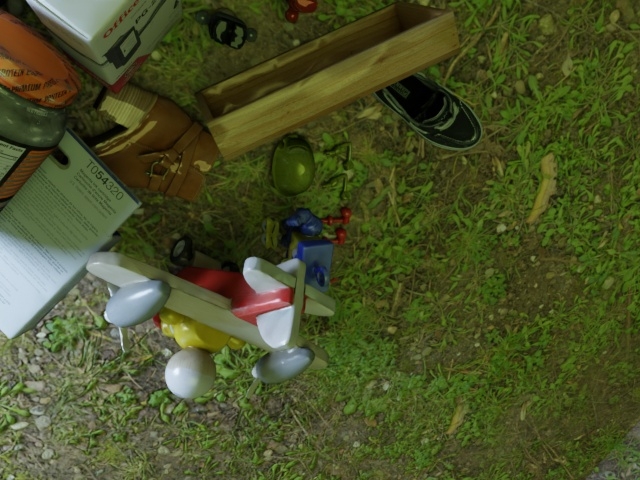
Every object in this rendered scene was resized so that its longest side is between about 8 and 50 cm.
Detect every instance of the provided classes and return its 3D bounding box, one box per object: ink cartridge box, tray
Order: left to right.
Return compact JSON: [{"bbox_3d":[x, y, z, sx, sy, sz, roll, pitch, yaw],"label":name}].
[{"bbox_3d":[-0.480,-0.068,0.821,0.330,0.071,0.324,-42,94,11],"label":"ink cartridge box"},{"bbox_3d":[-0.279,-0.322,0.718,0.100,0.237,0.172,38,82,-11],"label":"ink cartridge box"},{"bbox_3d":[0.000,-0.278,0.889,0.411,0.203,0.076,-27,123,-4],"label":"tray"}]

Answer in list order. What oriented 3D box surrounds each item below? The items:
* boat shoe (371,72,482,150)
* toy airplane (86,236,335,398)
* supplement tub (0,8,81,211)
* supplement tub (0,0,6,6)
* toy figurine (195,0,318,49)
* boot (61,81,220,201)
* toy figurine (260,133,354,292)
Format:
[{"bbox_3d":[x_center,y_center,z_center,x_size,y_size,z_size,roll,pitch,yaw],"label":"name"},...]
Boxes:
[{"bbox_3d":[0.220,-0.257,1.036,0.301,0.102,0.108,28,105,-29],"label":"boat shoe"},{"bbox_3d":[-0.167,0.147,0.915,0.386,0.384,0.272,21,74,5],"label":"toy airplane"},{"bbox_3d":[-0.466,-0.131,0.673,0.316,0.193,0.193,-43,122,12],"label":"supplement tub"},{"bbox_3d":[-0.535,-0.339,0.668,0.338,0.207,0.207,-43,122,5],"label":"supplement tub"},{"bbox_3d":[-0.119,-0.421,0.814,0.209,0.148,0.213,-29,125,4],"label":"toy figurine"},{"bbox_3d":[-0.325,-0.120,0.933,0.220,0.109,0.283,28,98,-33],"label":"boot"},{"bbox_3d":[0.000,0.000,1.030,0.191,0.217,0.362,-1,117,-19],"label":"toy figurine"}]
